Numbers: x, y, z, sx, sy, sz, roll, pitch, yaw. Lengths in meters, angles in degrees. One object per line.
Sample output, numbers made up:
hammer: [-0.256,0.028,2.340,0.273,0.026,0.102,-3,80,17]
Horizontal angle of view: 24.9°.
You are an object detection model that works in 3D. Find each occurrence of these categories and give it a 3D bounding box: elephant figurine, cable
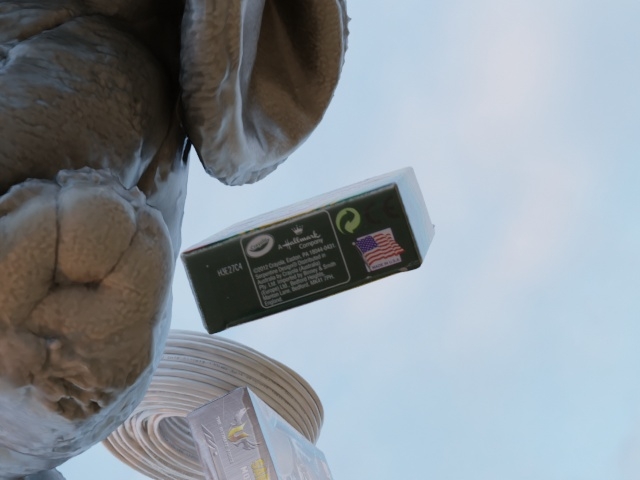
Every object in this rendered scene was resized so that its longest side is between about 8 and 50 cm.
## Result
elephant figurine: [-0.066,-0.066,0.390,0.169,0.186,0.239,33,-118,-17]
cable: [-0.127,0.195,1.604,0.257,0.257,0.089,33,-128,-18]

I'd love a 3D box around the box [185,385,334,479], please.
box: [-0.014,0.246,1.109,0.056,0.231,0.183,-26,-31,7]

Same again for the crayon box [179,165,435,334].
crayon box: [0.000,0.000,1.390,0.202,0.318,0.081,-18,-87,8]
